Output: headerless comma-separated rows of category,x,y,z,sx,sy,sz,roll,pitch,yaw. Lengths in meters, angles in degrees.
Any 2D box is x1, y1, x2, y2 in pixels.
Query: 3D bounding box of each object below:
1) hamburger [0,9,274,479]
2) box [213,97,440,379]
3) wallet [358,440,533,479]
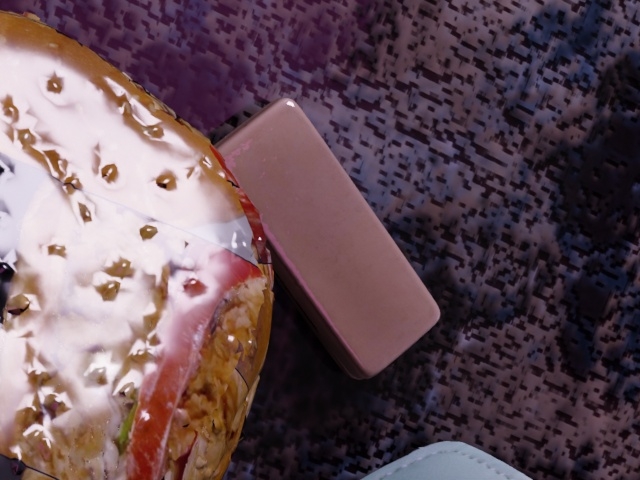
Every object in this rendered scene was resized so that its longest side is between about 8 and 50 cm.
hamburger,-0.115,0.028,0.581,0.231,0.107,0.231,12,63,-24
box,0.000,0.000,0.686,0.048,0.025,0.115,-40,105,-18
wallet,-0.006,0.174,0.612,0.250,0.176,0.075,-30,112,-16
